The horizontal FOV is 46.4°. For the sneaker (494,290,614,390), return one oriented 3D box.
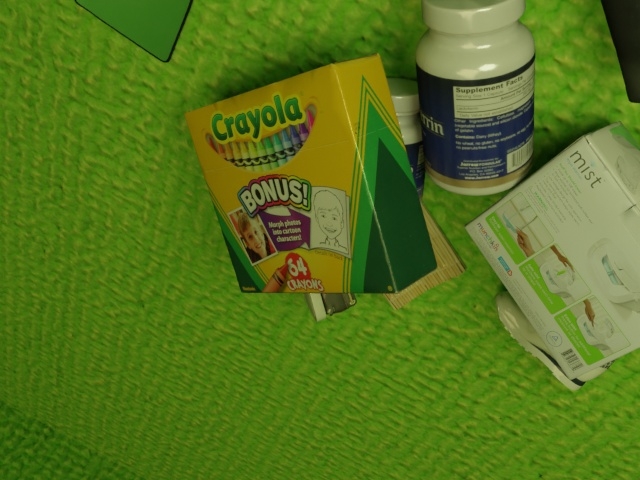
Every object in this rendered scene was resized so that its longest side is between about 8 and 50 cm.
[{"bbox_3d":[0.396,0.153,1.274,0.235,0.090,0.095,38,123,-14],"label":"sneaker"}]

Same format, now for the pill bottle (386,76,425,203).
[{"bbox_3d":[0.105,-0.141,1.117,0.112,0.112,0.187,12,123,18],"label":"pill bottle"}]

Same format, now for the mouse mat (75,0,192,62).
[{"bbox_3d":[-0.301,-0.386,1.188,0.189,0.007,0.152,35,136,-4],"label":"mouse mat"}]

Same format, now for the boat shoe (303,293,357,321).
[{"bbox_3d":[-0.001,-0.002,1.322,0.091,0.109,0.305,-16,116,-11],"label":"boat shoe"}]

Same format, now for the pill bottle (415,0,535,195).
[{"bbox_3d":[0.205,-0.205,0.985,0.153,0.153,0.265,7,131,22],"label":"pill bottle"}]

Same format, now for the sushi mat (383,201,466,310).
[{"bbox_3d":[0.107,-0.027,1.259,0.151,0.019,0.316,-29,114,18],"label":"sushi mat"}]

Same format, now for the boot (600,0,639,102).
[{"bbox_3d":[0.287,-0.351,0.807,0.367,0.146,0.445,-16,119,36],"label":"boot"}]

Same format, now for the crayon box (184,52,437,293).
[{"bbox_3d":[-0.029,-0.082,1.122,0.363,0.106,0.313,-5,107,48],"label":"crayon box"}]

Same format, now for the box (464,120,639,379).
[{"bbox_3d":[0.368,0.016,1.003,0.262,0.126,0.231,57,134,11],"label":"box"}]
